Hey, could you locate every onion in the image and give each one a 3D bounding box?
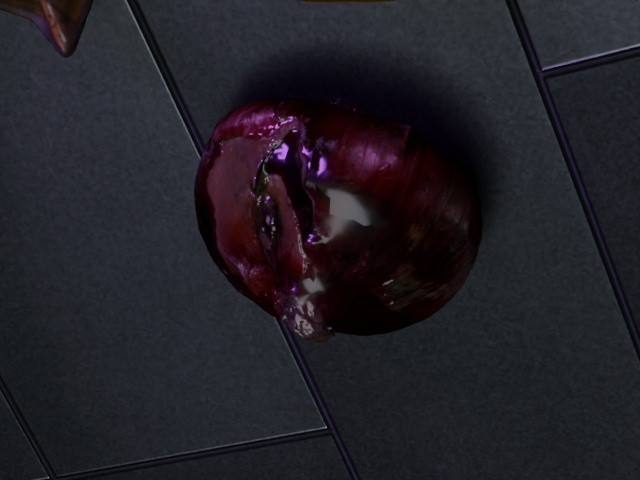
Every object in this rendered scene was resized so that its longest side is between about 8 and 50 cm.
[{"bbox_3d":[0.000,0.000,1.756,0.272,0.195,0.272,13,138,12],"label":"onion"}]

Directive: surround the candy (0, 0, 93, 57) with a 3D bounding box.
[{"bbox_3d":[-0.317,-0.269,1.715,0.271,0.143,0.101,21,168,3],"label":"candy"}]
